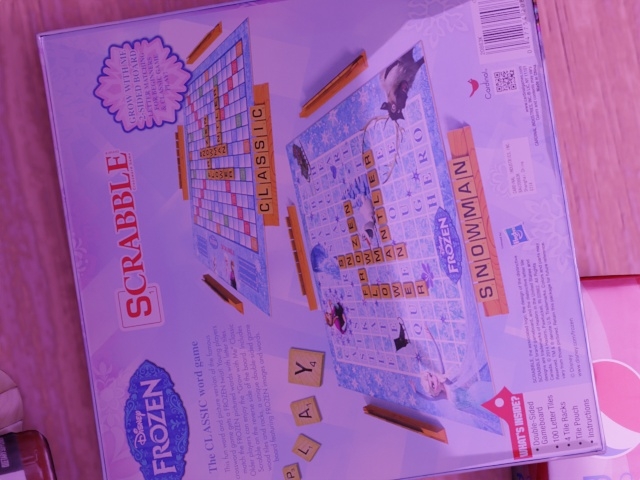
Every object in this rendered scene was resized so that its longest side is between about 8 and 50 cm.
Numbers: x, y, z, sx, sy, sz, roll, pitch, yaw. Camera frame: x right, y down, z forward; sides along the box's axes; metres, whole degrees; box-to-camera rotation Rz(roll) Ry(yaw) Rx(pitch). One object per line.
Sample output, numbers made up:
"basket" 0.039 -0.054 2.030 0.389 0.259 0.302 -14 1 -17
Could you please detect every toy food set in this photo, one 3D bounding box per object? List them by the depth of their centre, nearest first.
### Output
"toy food set" -0.238 0.085 1.154 0.078 0.019 0.122 -16 98 -12

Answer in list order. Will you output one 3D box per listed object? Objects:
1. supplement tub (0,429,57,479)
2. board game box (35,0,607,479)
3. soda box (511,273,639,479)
"supplement tub" -0.257 0.186 1.100 0.198 0.106 0.106 -12 90 -13
"board game box" 0.000 0.000 1.140 0.318 0.066 0.319 -8 88 4
"soda box" 0.181 0.156 1.206 0.092 0.083 0.263 -4 88 -12
